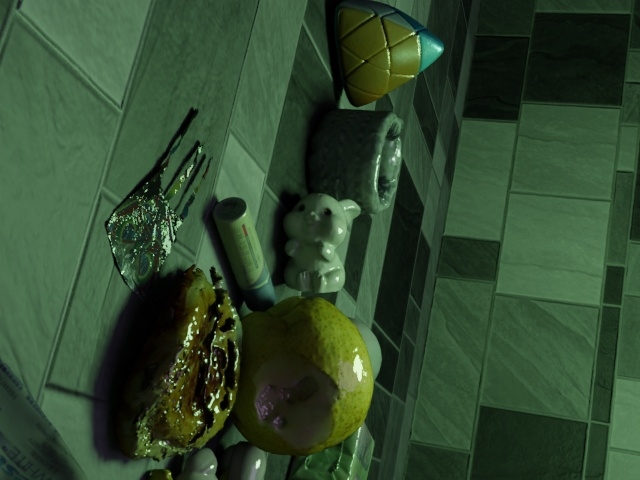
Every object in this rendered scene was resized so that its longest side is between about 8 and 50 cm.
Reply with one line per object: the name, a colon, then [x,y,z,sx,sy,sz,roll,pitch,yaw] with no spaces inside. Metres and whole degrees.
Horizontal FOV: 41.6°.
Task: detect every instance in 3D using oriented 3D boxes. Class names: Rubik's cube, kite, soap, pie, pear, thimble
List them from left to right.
kite: [-0.211,-0.061,1.176,0.152,0.015,0.286,77,26,-46]
pie: [-0.188,0.184,1.220,0.308,0.085,0.309,6,90,-73]
pear: [-0.039,0.225,1.422,0.271,0.271,0.271,6,90,-72]
soap: [0.030,0.493,1.901,0.199,0.138,0.182,66,36,-57]
thimble: [0.078,-0.176,1.802,0.217,0.157,0.246,82,24,-44]
Rubik's cube: [0.099,-0.463,1.835,0.254,0.254,0.255,6,90,-72]

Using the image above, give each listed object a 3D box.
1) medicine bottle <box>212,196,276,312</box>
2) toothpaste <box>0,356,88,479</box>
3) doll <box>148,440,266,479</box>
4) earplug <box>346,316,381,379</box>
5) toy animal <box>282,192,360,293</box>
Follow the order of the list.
medicine bottle: [-0.124,0.029,1.404,0.231,0.059,0.059,76,27,-46]
toothpaste: [-0.282,0.202,0.791,0.282,0.068,0.099,56,-1,-5]
doll: [-0.162,0.411,1.364,0.365,0.094,0.160,25,64,-72]
earplug: [-0.011,0.258,1.702,0.301,0.172,0.173,-8,103,-64]
toy animal: [-0.001,0.005,1.662,0.178,0.127,0.193,3,92,-74]
